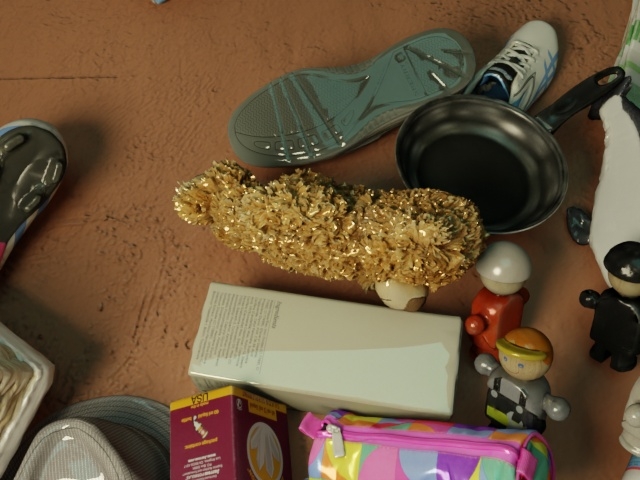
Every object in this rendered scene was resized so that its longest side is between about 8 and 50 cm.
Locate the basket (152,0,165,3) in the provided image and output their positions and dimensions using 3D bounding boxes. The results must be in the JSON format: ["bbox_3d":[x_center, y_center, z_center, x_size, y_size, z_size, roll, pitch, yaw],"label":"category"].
[{"bbox_3d":[-0.207,-0.492,1.040,0.255,0.289,0.201,-41,69,-16],"label":"basket"}]

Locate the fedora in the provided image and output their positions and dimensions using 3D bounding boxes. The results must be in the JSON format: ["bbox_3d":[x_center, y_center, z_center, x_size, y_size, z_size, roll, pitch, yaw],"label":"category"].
[{"bbox_3d":[-0.228,0.269,0.744,0.244,0.124,0.275,-6,63,-2],"label":"fedora"}]

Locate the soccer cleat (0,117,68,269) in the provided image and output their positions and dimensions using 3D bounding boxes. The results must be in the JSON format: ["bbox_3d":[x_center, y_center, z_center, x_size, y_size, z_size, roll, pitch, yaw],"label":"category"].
[{"bbox_3d":[-0.421,-0.007,0.912,0.331,0.116,0.143,-49,27,-5],"label":"soccer cleat"}]

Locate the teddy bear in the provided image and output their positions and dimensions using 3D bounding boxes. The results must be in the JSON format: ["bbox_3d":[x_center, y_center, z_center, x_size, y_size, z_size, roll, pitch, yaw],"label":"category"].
[{"bbox_3d":[0.000,0.000,0.813,0.338,0.245,0.113,15,72,12],"label":"teddy bear"}]

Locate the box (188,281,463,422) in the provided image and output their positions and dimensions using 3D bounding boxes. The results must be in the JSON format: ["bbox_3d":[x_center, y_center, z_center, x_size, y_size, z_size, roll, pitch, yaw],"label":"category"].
[{"bbox_3d":[0.007,0.126,0.827,0.275,0.094,0.113,9,64,6],"label":"box"}]

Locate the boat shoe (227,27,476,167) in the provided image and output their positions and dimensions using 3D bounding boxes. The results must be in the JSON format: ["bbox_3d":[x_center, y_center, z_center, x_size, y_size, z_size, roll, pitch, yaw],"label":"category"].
[{"bbox_3d":[0.040,-0.171,0.980,0.320,0.103,0.118,-23,83,3],"label":"boat shoe"}]

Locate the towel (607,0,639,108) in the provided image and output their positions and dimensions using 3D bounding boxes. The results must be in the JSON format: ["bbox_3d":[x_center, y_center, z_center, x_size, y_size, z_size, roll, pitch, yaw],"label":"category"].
[{"bbox_3d":[0.538,-0.270,1.048,0.248,0.038,0.325,18,65,10],"label":"towel"}]

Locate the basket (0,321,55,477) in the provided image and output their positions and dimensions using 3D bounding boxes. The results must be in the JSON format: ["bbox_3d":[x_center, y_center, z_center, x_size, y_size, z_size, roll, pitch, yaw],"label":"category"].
[{"bbox_3d":[-0.492,0.174,0.674,0.328,0.266,0.331,29,90,14],"label":"basket"}]

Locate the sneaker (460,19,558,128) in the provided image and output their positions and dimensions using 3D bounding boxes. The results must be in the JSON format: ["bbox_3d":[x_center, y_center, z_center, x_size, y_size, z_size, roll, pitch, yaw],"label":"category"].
[{"bbox_3d":[0.246,-0.211,0.999,0.085,0.086,0.237,30,66,17],"label":"sneaker"}]

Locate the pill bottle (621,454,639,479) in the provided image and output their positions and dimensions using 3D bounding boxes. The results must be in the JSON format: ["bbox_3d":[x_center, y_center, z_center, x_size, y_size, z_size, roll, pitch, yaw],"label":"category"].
[{"bbox_3d":[0.357,0.230,0.768,0.087,0.087,0.160,30,68,16],"label":"pill bottle"}]

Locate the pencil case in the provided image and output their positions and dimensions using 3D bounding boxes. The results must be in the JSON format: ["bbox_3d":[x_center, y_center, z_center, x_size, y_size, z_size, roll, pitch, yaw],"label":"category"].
[{"bbox_3d":[0.095,0.216,0.724,0.236,0.104,0.104,-3,59,32],"label":"pencil case"}]

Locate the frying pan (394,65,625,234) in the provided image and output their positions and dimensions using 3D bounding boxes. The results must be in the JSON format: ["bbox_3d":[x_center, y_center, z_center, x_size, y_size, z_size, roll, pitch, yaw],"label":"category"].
[{"bbox_3d":[0.211,-0.129,0.901,0.197,0.053,0.326,29,58,11],"label":"frying pan"}]

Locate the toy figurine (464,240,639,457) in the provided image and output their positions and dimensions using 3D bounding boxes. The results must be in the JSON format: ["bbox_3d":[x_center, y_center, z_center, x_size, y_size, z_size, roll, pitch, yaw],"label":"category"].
[{"bbox_3d":[0.254,0.099,0.764,0.213,0.148,0.209,3,30,4],"label":"toy figurine"}]

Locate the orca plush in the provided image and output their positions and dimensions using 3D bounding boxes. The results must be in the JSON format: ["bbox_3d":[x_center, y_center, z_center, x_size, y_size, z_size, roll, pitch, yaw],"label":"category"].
[{"bbox_3d":[0.382,-0.050,0.933,0.151,0.102,0.287,-36,44,33],"label":"orca plush"}]

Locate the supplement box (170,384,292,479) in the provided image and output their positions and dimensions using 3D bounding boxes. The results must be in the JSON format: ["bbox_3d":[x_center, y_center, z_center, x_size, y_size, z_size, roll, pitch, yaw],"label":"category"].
[{"bbox_3d":[-0.084,0.249,0.748,0.081,0.104,0.188,-20,59,24],"label":"supplement box"}]
